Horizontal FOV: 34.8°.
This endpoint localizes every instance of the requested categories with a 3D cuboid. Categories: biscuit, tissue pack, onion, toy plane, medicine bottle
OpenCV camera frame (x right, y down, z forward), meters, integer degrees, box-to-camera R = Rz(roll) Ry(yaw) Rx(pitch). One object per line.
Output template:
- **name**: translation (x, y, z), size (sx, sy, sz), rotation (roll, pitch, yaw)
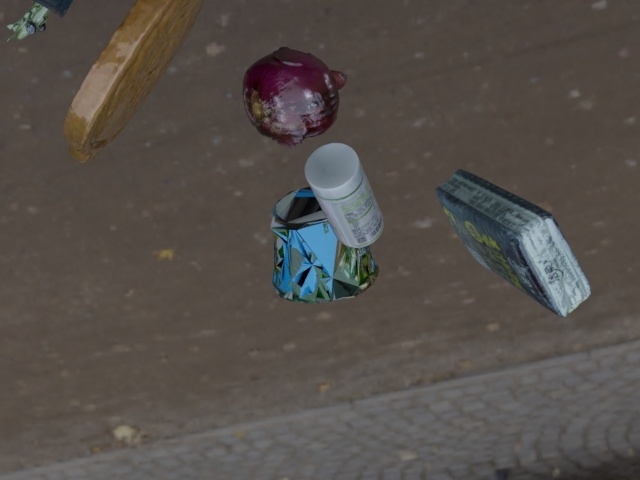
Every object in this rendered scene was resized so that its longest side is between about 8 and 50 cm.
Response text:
- **biscuit**: translation (-0.274, -0.288, 1.600), size (0.062, 0.385, 0.365), rotation (33, 161, -6)
- **tissue pack**: translation (0.309, 0.001, 1.672), size (0.081, 0.257, 0.185), rotation (-40, 121, -6)
- **onion**: translation (-0.032, -0.260, 1.689), size (0.198, 0.173, 0.135), rotation (-39, 140, -34)
- **toy plane**: translation (-0.442, -0.348, 1.588), size (0.111, 0.040, 0.102), rotation (-35, -171, 22)
- **medicine bottle**: translation (0.040, -0.067, 1.587), size (0.086, 0.086, 0.183), rotation (-12, 148, 10)

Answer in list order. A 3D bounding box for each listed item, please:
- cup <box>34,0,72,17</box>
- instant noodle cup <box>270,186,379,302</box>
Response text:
- **cup**: translation (-0.427, -0.511, 1.425), size (0.292, 0.308, 0.242), rotation (26, 145, -20)
- **instant noodle cup**: translation (0.000, 0.000, 2.126), size (0.240, 0.240, 0.178), rotation (-8, 117, 1)
